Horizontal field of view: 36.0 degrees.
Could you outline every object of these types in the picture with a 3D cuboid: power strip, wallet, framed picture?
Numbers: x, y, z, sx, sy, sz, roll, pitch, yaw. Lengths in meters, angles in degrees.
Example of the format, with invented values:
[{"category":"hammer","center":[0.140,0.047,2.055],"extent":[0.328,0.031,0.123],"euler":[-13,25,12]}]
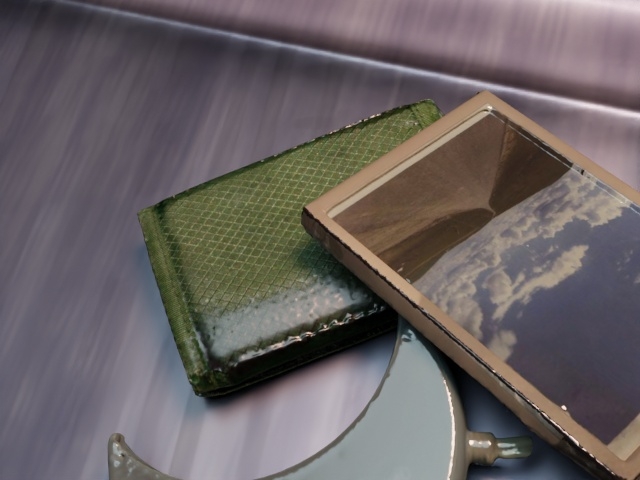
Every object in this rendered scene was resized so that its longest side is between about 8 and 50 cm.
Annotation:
[{"category":"power strip","center":[0.001,0.146,0.600],"extent":[0.253,0.054,0.167],"euler":[-22,62,2]},{"category":"wallet","center":[0.001,0.001,0.692],"extent":[0.236,0.055,0.160],"euler":[-21,61,-2]},{"category":"framed picture","center":[0.138,0.015,0.616],"extent":[0.189,0.023,0.260],"euler":[-34,59,-28]}]
